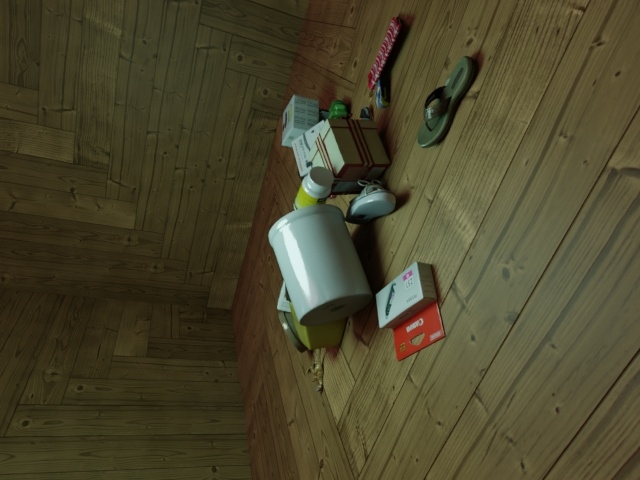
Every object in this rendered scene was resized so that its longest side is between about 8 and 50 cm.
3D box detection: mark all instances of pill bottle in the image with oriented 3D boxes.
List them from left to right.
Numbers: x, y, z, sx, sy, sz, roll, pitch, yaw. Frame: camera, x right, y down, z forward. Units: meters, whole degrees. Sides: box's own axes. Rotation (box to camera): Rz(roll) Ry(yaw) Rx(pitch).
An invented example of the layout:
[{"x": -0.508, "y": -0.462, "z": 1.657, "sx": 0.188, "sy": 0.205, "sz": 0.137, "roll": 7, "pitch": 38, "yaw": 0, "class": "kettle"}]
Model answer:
[{"x": -0.026, "y": -0.189, "z": 1.721, "sx": 0.208, "sy": 0.119, "sz": 0.119, "roll": 119, "pitch": 152, "yaw": -54, "class": "pill bottle"}]

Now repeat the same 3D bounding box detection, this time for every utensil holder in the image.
[{"x": 0.002, "y": 0.105, "z": 1.736, "sx": 0.328, "sy": 0.327, "sz": 0.386, "roll": -54, "pitch": 50, "yaw": 51, "class": "utensil holder"}]

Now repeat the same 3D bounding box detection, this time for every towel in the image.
[{"x": 0.265, "y": -0.787, "z": 1.840, "sx": 0.199, "sy": 0.031, "sz": 0.275, "roll": -83, "pitch": 14, "yaw": -53, "class": "towel"}]

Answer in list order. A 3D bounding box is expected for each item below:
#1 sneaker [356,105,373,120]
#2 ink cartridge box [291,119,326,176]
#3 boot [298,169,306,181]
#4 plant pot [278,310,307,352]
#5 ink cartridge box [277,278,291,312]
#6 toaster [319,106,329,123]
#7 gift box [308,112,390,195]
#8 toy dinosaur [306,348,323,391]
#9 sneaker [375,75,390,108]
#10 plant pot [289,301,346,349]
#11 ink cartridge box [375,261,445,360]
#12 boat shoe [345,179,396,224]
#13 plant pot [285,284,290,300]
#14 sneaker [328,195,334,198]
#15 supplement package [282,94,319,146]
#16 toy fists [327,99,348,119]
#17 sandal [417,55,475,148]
[{"x": 0.175, "y": -0.496, "z": 1.956, "sx": 0.084, "sy": 0.083, "sz": 0.215, "roll": -164, "pitch": 84, "yaw": -71, "class": "sneaker"}, {"x": -0.007, "y": -0.458, "z": 2.193, "sx": 0.272, "sy": 0.114, "sz": 0.197, "roll": -20, "pitch": 84, "yaw": 49, "class": "ink cartridge box"}, {"x": -0.062, "y": -0.438, "z": 2.540, "sx": 0.280, "sy": 0.096, "sz": 0.264, "roll": -121, "pitch": 44, "yaw": -58, "class": "boot"}, {"x": -0.106, "y": 0.438, "z": 2.211, "sx": 0.237, "sy": 0.109, "sz": 0.237, "roll": 60, "pitch": -179, "yaw": -2, "class": "plant pot"}, {"x": -0.087, "y": 0.221, "z": 2.167, "sx": 0.115, "sy": 0.198, "sz": 0.273, "roll": -96, "pitch": 21, "yaw": -72, "class": "ink cartridge box"}, {"x": 0.004, "y": -0.639, "z": 2.425, "sx": 0.168, "sy": 0.110, "sz": 0.186, "roll": -125, "pitch": 47, "yaw": -63, "class": "toaster"}, {"x": 0.122, "y": -0.349, "z": 1.814, "sx": 0.255, "sy": 0.276, "sz": 0.258, "roll": -48, "pitch": 54, "yaw": 50, "class": "gift box"}, {"x": -0.010, "y": 0.596, "z": 2.054, "sx": 0.112, "sy": 0.064, "sz": 0.212, "roll": -10, "pitch": 81, "yaw": 50, "class": "toy dinosaur"}, {"x": 0.257, "y": -0.622, "z": 1.832, "sx": 0.059, "sy": 0.053, "sz": 0.144, "roll": 152, "pitch": 125, "yaw": -68, "class": "sneaker"}, {"x": -0.009, "y": 0.366, "z": 1.938, "sx": 0.212, "sy": 0.212, "sz": 0.187, "roll": -167, "pitch": 73, "yaw": -69, "class": "plant pot"}, {"x": 0.279, "y": 0.236, "z": 1.417, "sx": 0.275, "sy": 0.060, "sz": 0.239, "roll": 127, "pitch": 147, "yaw": -52, "class": "ink cartridge box"}, {"x": 0.198, "y": -0.172, "z": 1.722, "sx": 0.367, "sy": 0.135, "sz": 0.157, "roll": 141, "pitch": 138, "yaw": -74, "class": "boat shoe"}, {"x": -0.032, "y": 0.174, "z": 1.997, "sx": 0.215, "sy": 0.230, "sz": 0.216, "roll": -175, "pitch": 90, "yaw": -78, "class": "plant pot"}, {"x": 0.015, "y": -0.261, "z": 2.235, "sx": 0.314, "sy": 0.115, "sz": 0.136, "roll": 137, "pitch": 136, "yaw": -59, "class": "sneaker"}, {"x": -0.109, "y": -0.632, "z": 2.351, "sx": 0.194, "sy": 0.149, "sz": 0.203, "roll": 144, "pitch": 130, "yaw": -62, "class": "supplement package"}, {"x": 0.066, "y": -0.586, "z": 2.262, "sx": 0.142, "sy": 0.096, "sz": 0.279, "roll": -112, "pitch": 38, "yaw": -50, "class": "toy fists"}, {"x": 0.378, "y": -0.441, "z": 1.388, "sx": 0.120, "sy": 0.086, "sz": 0.303, "roll": -108, "pitch": 33, "yaw": -50, "class": "sandal"}]
